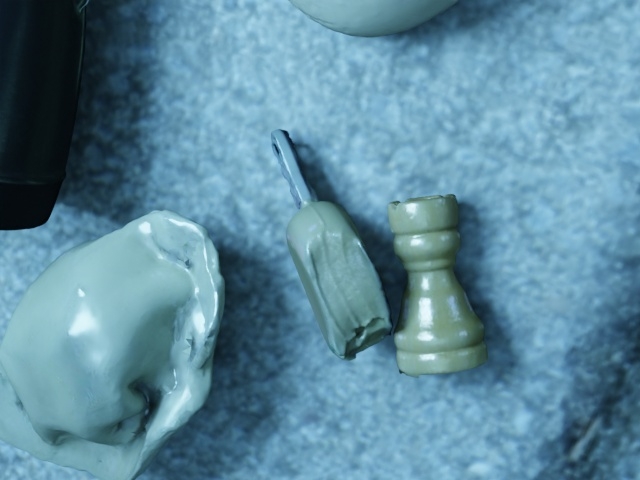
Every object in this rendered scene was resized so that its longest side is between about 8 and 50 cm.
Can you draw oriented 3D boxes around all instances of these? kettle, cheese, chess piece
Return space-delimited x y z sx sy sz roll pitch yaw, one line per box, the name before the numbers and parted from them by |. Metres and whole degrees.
kettle | -0.269 -0.172 0.620 0.250 0.207 0.271 25 101 33
cheese | 0.001 0.000 0.623 0.047 0.092 0.171 -21 94 -9
chess piece | 0.078 0.030 0.625 0.066 0.066 0.122 -9 94 17

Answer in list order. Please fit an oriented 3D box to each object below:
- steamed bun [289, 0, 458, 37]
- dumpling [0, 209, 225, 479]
steamed bun | 0.015 -0.241 0.550 0.177 0.131 0.228 -24 96 19
dumpling | -0.154 0.084 0.661 0.250 0.132 0.162 -44 84 19
